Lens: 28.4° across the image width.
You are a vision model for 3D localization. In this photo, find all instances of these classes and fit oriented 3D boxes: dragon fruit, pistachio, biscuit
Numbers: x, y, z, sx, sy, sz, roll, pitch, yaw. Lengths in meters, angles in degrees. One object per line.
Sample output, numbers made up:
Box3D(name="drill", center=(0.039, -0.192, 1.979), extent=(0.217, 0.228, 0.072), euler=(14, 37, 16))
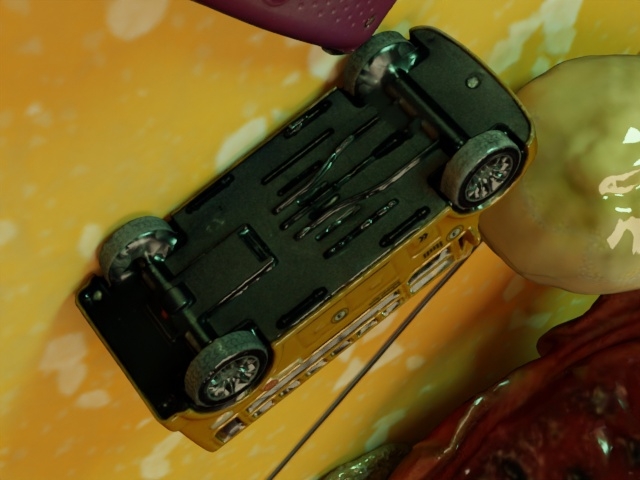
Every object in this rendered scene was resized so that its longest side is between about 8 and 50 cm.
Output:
Box3D(name="dragon fruit", center=(0.145, 0.143, 0.857), extent=(0.286, 0.227, 0.329), euler=(-18, -175, 16))
Box3D(name="pistachio", center=(0.154, -0.033, 0.646), extent=(0.145, 0.117, 0.200), euler=(-17, 174, 38))
Box3D(name="biscuit", center=(0.019, 0.176, 0.825), extent=(0.120, 0.015, 0.120), euler=(-29, 146, -22))

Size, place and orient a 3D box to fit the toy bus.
Box3D(name="toy bus", center=(0.000, 0.000, 0.539), extent=(0.194, 0.083, 0.088), euler=(-38, 151, -4))

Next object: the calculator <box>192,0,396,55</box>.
Box3D(name="calculator", center=(-0.012, -0.131, 0.421), extent=(0.190, 0.034, 0.126), euler=(11, 122, -51))
